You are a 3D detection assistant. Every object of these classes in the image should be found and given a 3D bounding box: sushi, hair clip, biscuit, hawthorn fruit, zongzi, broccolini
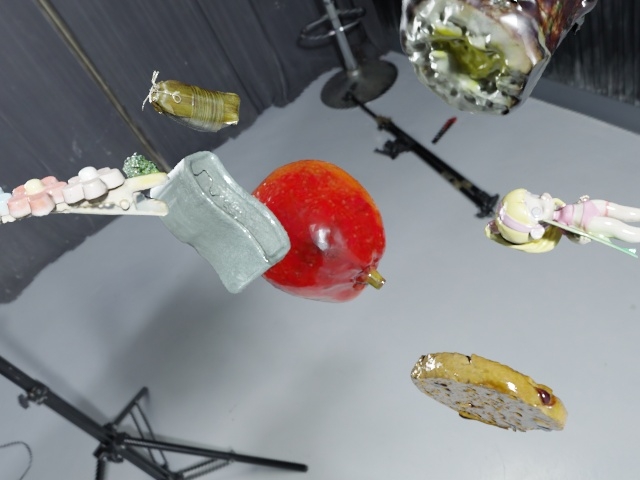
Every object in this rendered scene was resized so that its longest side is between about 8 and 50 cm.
[{"bbox_3d":[0.322,-0.424,1.090,0.294,0.299,0.281,-49,3,-18],"label":"sushi"},{"bbox_3d":[-0.247,-0.038,0.536,0.214,0.056,0.062,-6,31,-10],"label":"hair clip"},{"bbox_3d":[0.308,0.278,1.087,0.296,0.296,0.075,7,62,33],"label":"biscuit"},{"bbox_3d":[0.000,0.000,1.112,0.265,0.265,0.307,-42,67,-14],"label":"hawthorn fruit"},{"bbox_3d":[-0.285,-0.268,1.191,0.184,0.187,0.084,-1,83,53],"label":"zongzi"},{"bbox_3d":[-0.316,-0.124,1.219,0.051,0.239,0.054,-34,67,15],"label":"broccolini"}]

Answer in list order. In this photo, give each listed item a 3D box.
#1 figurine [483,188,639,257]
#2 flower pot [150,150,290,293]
[{"bbox_3d":[0.286,-0.017,0.673,0.188,0.083,0.083,3,50,17],"label":"figurine"},{"bbox_3d":[-0.162,-0.033,0.957,0.108,0.229,0.103,-35,12,35],"label":"flower pot"}]
